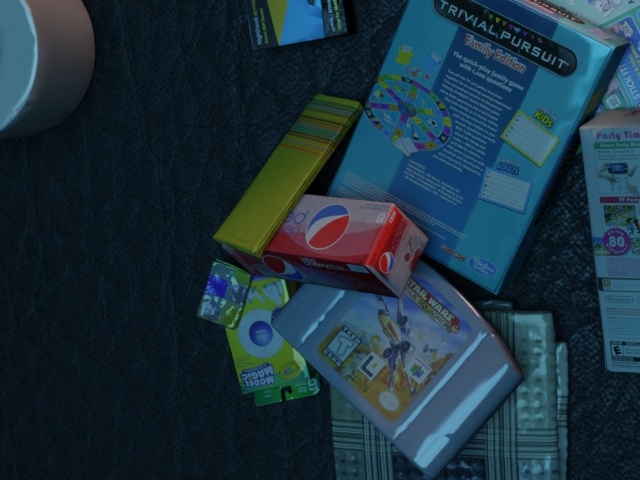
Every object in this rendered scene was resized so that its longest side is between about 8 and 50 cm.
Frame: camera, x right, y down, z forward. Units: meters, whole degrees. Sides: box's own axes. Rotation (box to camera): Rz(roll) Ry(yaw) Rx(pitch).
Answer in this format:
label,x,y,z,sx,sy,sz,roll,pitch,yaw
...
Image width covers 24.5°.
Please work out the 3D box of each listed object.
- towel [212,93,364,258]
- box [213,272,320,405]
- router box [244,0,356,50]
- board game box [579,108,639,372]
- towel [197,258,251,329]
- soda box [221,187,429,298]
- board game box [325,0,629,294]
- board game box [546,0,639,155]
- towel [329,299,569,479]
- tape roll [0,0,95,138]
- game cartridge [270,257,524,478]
label,x,y,z,sx,sy,sz,roll,pitch,yaw
towel,-0.039,-0.084,1.860,0.237,0.021,0.102,-55,34,-12
box,-0.070,0.129,1.966,0.105,0.043,0.179,-14,94,20
router box,-0.034,-0.342,1.890,0.133,0.046,0.179,-8,95,19
board game box,0.433,0.002,1.709,0.224,0.097,0.303,1,108,32
towel,-0.127,0.072,1.951,0.060,0.009,0.083,23,104,16
soda box,0.000,0.000,1.832,0.263,0.083,0.092,7,64,44
board game box,0.185,-0.143,1.797,0.253,0.079,0.336,30,113,17
board game box,0.334,-0.290,1.781,0.213,0.046,0.317,-25,89,20
towel,0.165,0.235,1.908,0.312,0.056,0.324,0,99,21
tape roll,-0.445,-0.254,1.968,0.246,0.169,0.246,2,97,18
game cartridge,0.099,0.126,1.846,0.297,0.062,0.198,42,100,22
